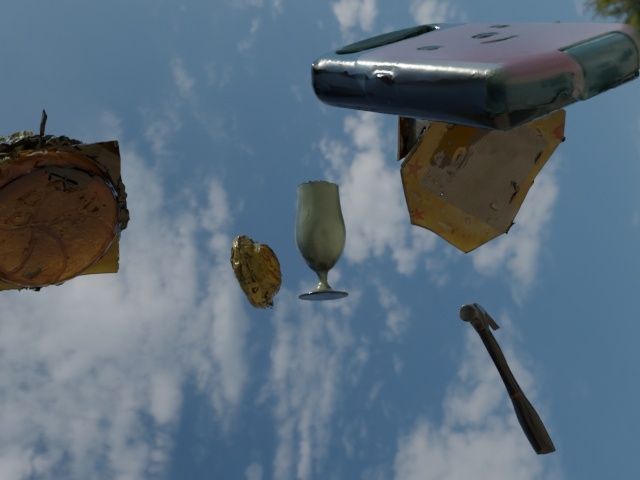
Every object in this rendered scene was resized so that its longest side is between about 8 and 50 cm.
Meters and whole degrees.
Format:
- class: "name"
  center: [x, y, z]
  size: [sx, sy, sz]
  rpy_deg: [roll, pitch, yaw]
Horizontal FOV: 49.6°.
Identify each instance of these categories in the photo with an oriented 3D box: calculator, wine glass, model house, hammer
- class: "calculator"
  center: [0.119, -0.146, 0.583]
  size: [0.173, 0.293, 0.051]
  rpy_deg: [-26, -62, -29]
- class: "wine glass"
  center: [0.000, 0.000, 1.213]
  size: [0.093, 0.093, 0.202]
  rpy_deg: [9, -109, -43]
- class: "model house"
  center: [0.150, -0.116, 0.815]
  size: [0.219, 0.136, 0.207]
  rpy_deg: [20, -76, -40]
- class: "hammer"
  center: [0.339, 0.247, 1.251]
  size: [0.137, 0.037, 0.290]
  rpy_deg: [12, -130, -65]

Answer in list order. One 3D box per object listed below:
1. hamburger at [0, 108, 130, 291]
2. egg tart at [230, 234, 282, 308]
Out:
- class: "hamburger"
  center: [-0.379, -0.048, 0.923]
  size: [0.243, 0.139, 0.261]
  rpy_deg: [-9, -53, -37]
- class: "egg tart"
  center: [-0.094, 0.049, 1.078]
  size: [0.130, 0.052, 0.130]
  rpy_deg: [-18, -90, -78]
